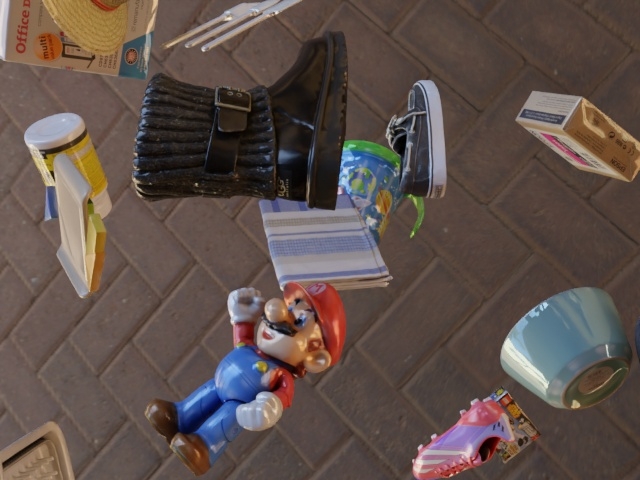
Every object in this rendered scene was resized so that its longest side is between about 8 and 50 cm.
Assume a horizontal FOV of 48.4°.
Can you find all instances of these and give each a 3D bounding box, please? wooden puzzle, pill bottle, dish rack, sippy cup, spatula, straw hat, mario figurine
[{"bbox_3d":[-0.152,-0.010,0.444,0.116,0.014,0.079,47,134,42],"label":"wooden puzzle"},{"bbox_3d":[-0.504,-0.141,1.445,0.119,0.119,0.209,5,130,20],"label":"pill bottle"},{"bbox_3d":[-0.435,0.436,1.040,0.072,0.333,0.286,-14,89,-1],"label":"dish rack"},{"bbox_3d":[0.092,-0.095,1.806,0.305,0.240,0.224,0,56,29],"label":"sippy cup"},{"bbox_3d":[-0.151,-0.373,1.225,0.168,0.242,0.019,16,134,41],"label":"spatula"},{"bbox_3d":[-0.193,-0.244,0.635,0.061,0.144,0.145,-12,89,20],"label":"straw hat"},{"bbox_3d":[-0.102,0.162,1.007,0.320,0.170,0.198,-41,78,-19],"label":"mario figurine"}]

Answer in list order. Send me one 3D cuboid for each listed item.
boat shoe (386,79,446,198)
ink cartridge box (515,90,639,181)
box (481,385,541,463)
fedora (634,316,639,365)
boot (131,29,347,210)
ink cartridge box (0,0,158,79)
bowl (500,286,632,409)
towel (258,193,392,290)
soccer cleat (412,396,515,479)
[{"bbox_3d":[0.183,-0.207,1.418,0.104,0.113,0.307,2,56,-2],"label":"boat shoe"},{"bbox_3d":[0.591,-0.238,1.616,0.234,0.193,0.088,30,94,-21],"label":"ink cartridge box"},{"bbox_3d":[0.356,0.359,1.383,0.094,0.027,0.137,-39,113,3],"label":"box"},{"bbox_3d":[0.838,0.258,1.564,0.244,0.124,0.276,-49,50,48],"label":"fedora"},{"bbox_3d":[-0.095,-0.179,0.953,0.259,0.348,0.131,4,132,3],"label":"boot"},{"bbox_3d":[-0.410,-0.374,1.158,0.168,0.232,0.171,35,117,46],"label":"ink cartridge box"},{"bbox_3d":[0.599,0.277,1.670,0.311,0.311,0.163,-46,40,17],"label":"bowl"},{"bbox_3d":[0.000,0.000,1.370,0.209,0.285,0.034,-4,127,-13],"label":"towel"},{"bbox_3d":[0.251,0.382,1.283,0.248,0.083,0.095,-56,46,32],"label":"soccer cleat"}]
